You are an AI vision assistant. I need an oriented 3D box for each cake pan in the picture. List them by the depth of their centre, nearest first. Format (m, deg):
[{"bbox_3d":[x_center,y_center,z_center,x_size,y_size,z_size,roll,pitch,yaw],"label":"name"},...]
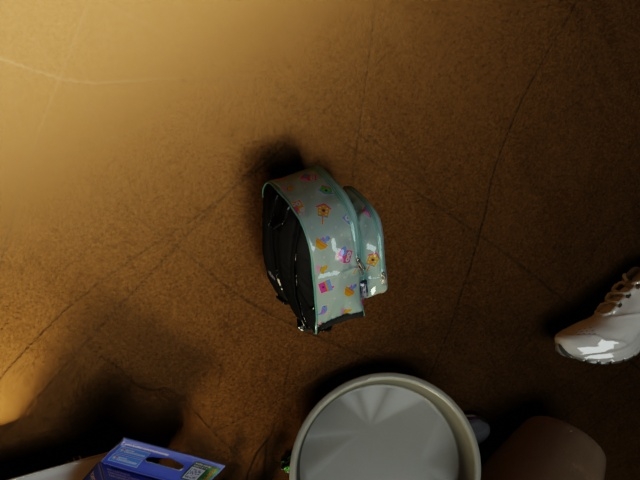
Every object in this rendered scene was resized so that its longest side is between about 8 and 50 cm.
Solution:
[{"bbox_3d":[0.094,0.344,1.470,0.293,0.054,0.293,1,87,-10],"label":"cake pan"}]

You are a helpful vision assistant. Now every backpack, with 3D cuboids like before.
[{"bbox_3d":[0.000,0.000,1.245,0.144,0.166,0.188,-23,128,-12],"label":"backpack"}]

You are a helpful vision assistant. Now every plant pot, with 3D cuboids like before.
[{"bbox_3d":[0.351,0.420,1.589,0.229,0.263,0.263,-54,131,-28],"label":"plant pot"}]

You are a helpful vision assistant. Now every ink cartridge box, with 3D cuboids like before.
[{"bbox_3d":[-0.281,0.405,1.320,0.185,0.065,0.311,29,108,-39],"label":"ink cartridge box"}]

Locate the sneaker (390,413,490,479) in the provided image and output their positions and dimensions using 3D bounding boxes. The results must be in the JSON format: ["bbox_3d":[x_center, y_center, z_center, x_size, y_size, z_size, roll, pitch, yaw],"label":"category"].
[{"bbox_3d":[0.185,0.356,1.565,0.223,0.098,0.083,-18,123,-13],"label":"sneaker"}]

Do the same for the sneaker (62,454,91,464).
[{"bbox_3d":[-0.355,0.341,1.368,0.109,0.040,0.044,-35,136,5],"label":"sneaker"}]

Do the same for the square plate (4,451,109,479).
[{"bbox_3d":[-0.409,0.462,1.374,0.344,0.049,0.347,-13,130,-16],"label":"square plate"}]

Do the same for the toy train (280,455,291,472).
[{"bbox_3d":[-0.025,0.332,1.513,0.083,0.017,0.024,-36,136,-1],"label":"toy train"}]

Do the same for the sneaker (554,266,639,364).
[{"bbox_3d":[0.503,0.108,1.577,0.297,0.111,0.129,-20,108,-17],"label":"sneaker"}]
